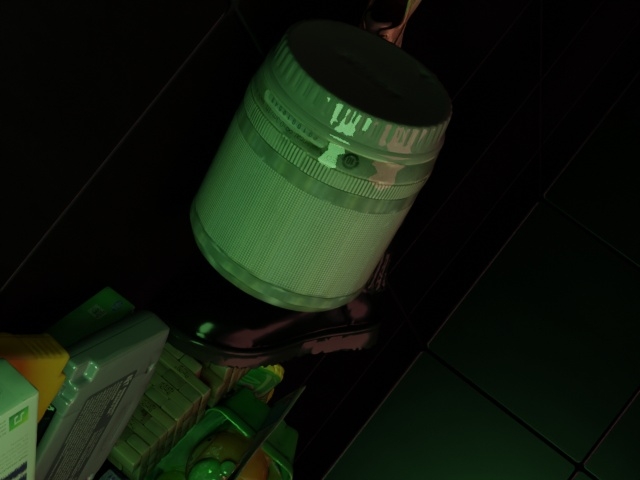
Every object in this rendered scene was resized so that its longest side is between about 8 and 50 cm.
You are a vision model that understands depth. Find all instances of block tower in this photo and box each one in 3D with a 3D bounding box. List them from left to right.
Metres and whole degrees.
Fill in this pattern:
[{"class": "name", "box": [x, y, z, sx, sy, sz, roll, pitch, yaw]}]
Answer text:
[{"class": "block tower", "box": [-0.172, 0.180, 1.993, 0.335, 0.091, 0.097, -43, 163, -32]}]

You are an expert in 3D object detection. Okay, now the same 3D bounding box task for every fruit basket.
[{"class": "fruit basket", "box": [-0.187, 0.361, 2.036, 0.327, 0.165, 0.353, -45, 178, 36]}]

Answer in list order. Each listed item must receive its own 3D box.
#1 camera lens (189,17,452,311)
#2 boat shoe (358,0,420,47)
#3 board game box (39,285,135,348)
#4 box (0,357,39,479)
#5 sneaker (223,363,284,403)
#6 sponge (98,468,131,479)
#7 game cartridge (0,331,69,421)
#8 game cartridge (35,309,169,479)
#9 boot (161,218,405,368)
[{"class": "camera lens", "box": [-0.004, -0.075, 1.631, 0.219, 0.219, 0.274, -32, 156, -55]}, {"class": "boat shoe", "box": [0.071, -0.259, 1.770, 0.170, 0.063, 0.059, -65, 161, 11]}, {"class": "board game box", "box": [-0.338, 0.203, 1.600, 0.317, 0.046, 0.213, -38, 159, -45]}, {"class": "box", "box": [-0.364, 0.272, 1.343, 0.232, 0.058, 0.322, -34, 151, -35]}, {"class": "sneaker", "box": [-0.127, 0.223, 2.207, 0.123, 0.109, 0.295, -52, 167, -20]}, {"class": "sponge", "box": [-0.306, 0.390, 2.204, 0.117, 0.031, 0.210, -53, 166, 0]}, {"class": "game cartridge", "box": [-0.391, 0.204, 1.324, 0.285, 0.053, 0.324, -56, 158, 14]}, {"class": "game cartridge", "box": [-0.275, 0.209, 1.618, 0.196, 0.060, 0.294, -20, 146, -59]}, {"class": "boot", "box": [-0.038, 0.012, 1.902, 0.348, 0.131, 0.260, -6, 118, -40]}]
